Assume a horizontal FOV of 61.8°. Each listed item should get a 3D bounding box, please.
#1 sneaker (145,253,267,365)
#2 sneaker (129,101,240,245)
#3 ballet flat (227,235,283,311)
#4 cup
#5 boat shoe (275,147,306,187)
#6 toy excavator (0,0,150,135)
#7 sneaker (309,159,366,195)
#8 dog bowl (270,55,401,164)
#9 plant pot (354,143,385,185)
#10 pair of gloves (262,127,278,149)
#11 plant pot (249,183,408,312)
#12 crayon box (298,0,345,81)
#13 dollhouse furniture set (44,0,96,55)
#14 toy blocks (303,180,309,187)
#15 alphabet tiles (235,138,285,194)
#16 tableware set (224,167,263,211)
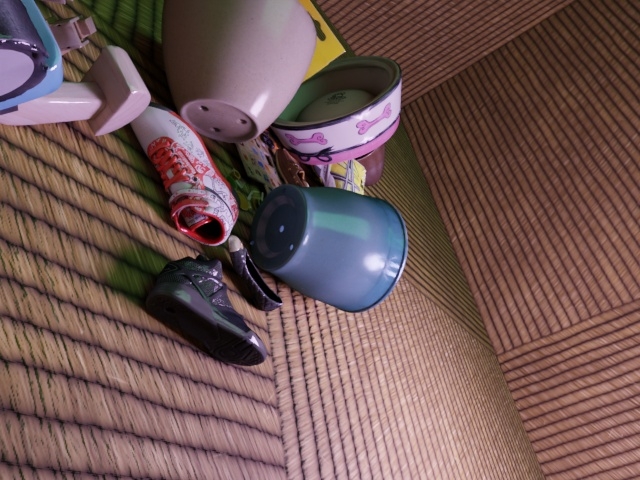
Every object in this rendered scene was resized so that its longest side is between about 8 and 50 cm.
[{"bbox_3d":[-0.162,0.105,0.850,0.227,0.087,0.130,42,34,-28],"label":"sneaker"},{"bbox_3d":[-0.242,-0.111,0.938,0.270,0.090,0.145,53,20,-27],"label":"sneaker"},{"bbox_3d":[-0.125,0.060,1.007,0.057,0.049,0.173,-82,149,-60],"label":"ballet flat"},{"bbox_3d":[-0.189,-0.348,1.121,0.331,0.331,0.236,33,61,-51],"label":"cup"},{"bbox_3d":[-0.070,-0.173,1.419,0.064,0.060,0.177,34,33,-62],"label":"boat shoe"},{"bbox_3d":[-0.385,-0.193,0.579,0.433,0.445,0.222,-30,92,-28],"label":"toy excavator"},{"bbox_3d":[0.083,-0.154,1.605,0.145,0.147,0.384,85,-19,-82],"label":"sneaker"},{"bbox_3d":[0.044,-0.370,1.533,0.408,0.408,0.150,-90,163,-51],"label":"dog bowl"},{"bbox_3d":[0.148,-0.304,1.950,0.230,0.216,0.215,57,15,-55],"label":"plant pot"},{"bbox_3d":[-0.150,-0.292,1.483,0.074,0.010,0.083,6,61,-66],"label":"pair of gloves"},{"bbox_3d":[0.000,0.000,1.143,0.255,0.272,0.271,19,44,-40],"label":"plant pot"},{"bbox_3d":[-0.123,-0.470,1.339,0.202,0.319,0.081,46,26,-36],"label":"crayon box"},{"bbox_3d":[-0.446,-0.415,0.907,0.182,0.101,0.160,-84,165,-56],"label":"dollhouse furniture set"},{"bbox_3d":[-0.009,-0.084,1.481,0.148,0.054,0.123,33,34,-52],"label":"toy blocks"},{"bbox_3d":[-0.142,-0.182,1.331,0.198,0.009,0.237,68,16,16],"label":"alphabet tiles"},{"bbox_3d":[-0.157,-0.094,1.199,0.154,0.024,0.104,54,22,-18],"label":"tableware set"}]
